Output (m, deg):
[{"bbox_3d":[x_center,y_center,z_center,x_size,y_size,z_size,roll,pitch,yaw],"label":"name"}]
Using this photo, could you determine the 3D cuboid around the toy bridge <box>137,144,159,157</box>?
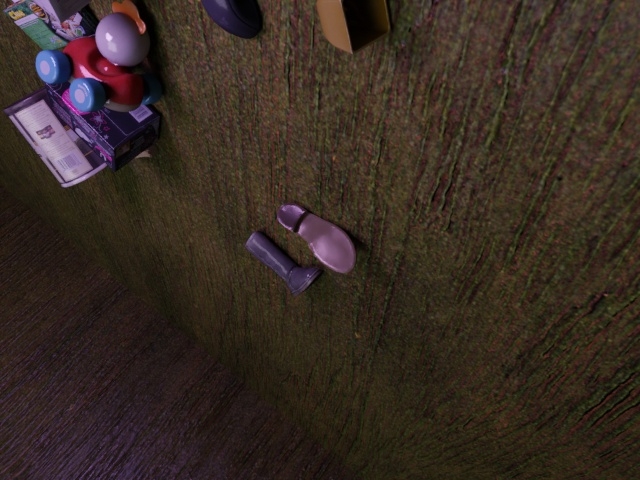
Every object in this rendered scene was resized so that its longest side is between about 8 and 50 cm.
[{"bbox_3d":[-0.555,-0.268,1.590,0.188,0.063,0.026,18,140,39],"label":"toy bridge"}]

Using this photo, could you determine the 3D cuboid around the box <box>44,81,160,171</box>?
[{"bbox_3d":[-0.570,-0.338,1.424,0.247,0.163,0.142,45,153,0],"label":"box"}]

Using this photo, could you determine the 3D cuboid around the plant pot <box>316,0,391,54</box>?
[{"bbox_3d":[0.041,-0.332,0.786,0.083,0.081,0.081,31,149,44],"label":"plant pot"}]

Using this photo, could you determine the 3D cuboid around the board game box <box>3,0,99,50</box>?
[{"bbox_3d":[-0.670,-0.551,1.341,0.260,0.030,0.136,4,150,36],"label":"board game box"}]

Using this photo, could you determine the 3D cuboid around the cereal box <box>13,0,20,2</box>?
[{"bbox_3d":[-0.720,-0.645,1.335,0.173,0.047,0.240,46,149,-8],"label":"cereal box"}]

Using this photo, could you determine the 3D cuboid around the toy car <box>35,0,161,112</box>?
[{"bbox_3d":[-0.465,-0.434,1.200,0.210,0.219,0.238,39,120,11],"label":"toy car"}]

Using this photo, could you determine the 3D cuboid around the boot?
[{"bbox_3d":[-0.104,0.051,1.450,0.208,0.076,0.190,51,148,1],"label":"boot"}]

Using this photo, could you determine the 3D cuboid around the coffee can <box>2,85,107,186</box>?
[{"bbox_3d":[-0.797,-0.333,1.663,0.202,0.201,0.275,7,134,46],"label":"coffee can"}]

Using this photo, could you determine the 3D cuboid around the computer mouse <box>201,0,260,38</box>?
[{"bbox_3d":[-0.218,-0.469,0.941,0.184,0.060,0.261,12,137,41],"label":"computer mouse"}]

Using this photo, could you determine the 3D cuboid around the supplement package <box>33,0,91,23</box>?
[{"bbox_3d":[-0.498,-0.583,0.949,0.199,0.198,0.262,40,163,7],"label":"supplement package"}]

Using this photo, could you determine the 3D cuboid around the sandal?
[{"bbox_3d":[0.004,-0.005,1.259,0.240,0.088,0.079,38,-179,24],"label":"sandal"}]
